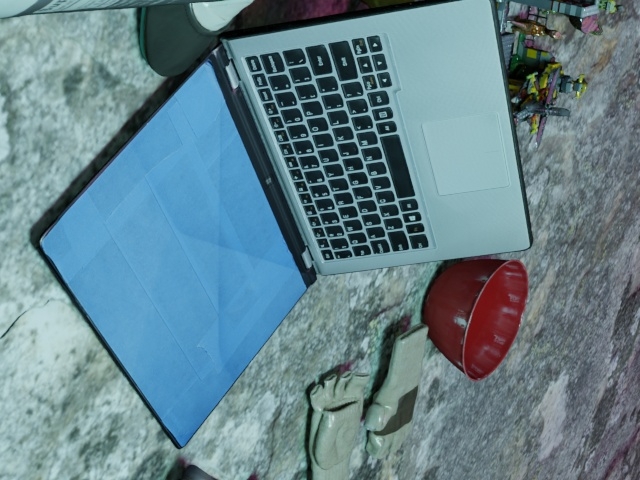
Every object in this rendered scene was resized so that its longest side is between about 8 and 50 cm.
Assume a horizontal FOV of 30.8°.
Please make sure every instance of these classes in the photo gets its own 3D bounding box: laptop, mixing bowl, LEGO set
[{"bbox_3d":[0.000,0.000,1.159,0.382,0.407,0.236,69,18,-50],"label":"laptop"},{"bbox_3d":[0.211,0.099,1.656,0.181,0.098,0.182,-32,133,-43],"label":"mixing bowl"},{"bbox_3d":[0.317,-0.288,1.506,0.255,0.192,0.331,-11,117,-54],"label":"LEGO set"}]

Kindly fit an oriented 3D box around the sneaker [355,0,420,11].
[{"bbox_3d":[0.095,-0.185,1.332,0.161,0.102,0.282,-19,133,-55],"label":"sneaker"}]

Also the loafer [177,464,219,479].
[{"bbox_3d":[-0.074,0.323,1.356,0.302,0.109,0.095,25,82,-55],"label":"loafer"}]

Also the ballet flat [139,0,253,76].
[{"bbox_3d":[-0.081,-0.272,1.006,0.095,0.096,0.281,2,107,-57],"label":"ballet flat"}]

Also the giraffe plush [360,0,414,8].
[{"bbox_3d":[0.024,-0.298,1.096,0.170,0.181,0.210,19,74,-47],"label":"giraffe plush"}]

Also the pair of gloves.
[{"bbox_3d":[0.061,0.232,1.562,0.240,0.042,0.204,-31,135,-43],"label":"pair of gloves"}]

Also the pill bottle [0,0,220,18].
[{"bbox_3d":[-0.176,-0.254,0.773,0.361,0.204,0.204,-18,122,-51],"label":"pill bottle"}]
